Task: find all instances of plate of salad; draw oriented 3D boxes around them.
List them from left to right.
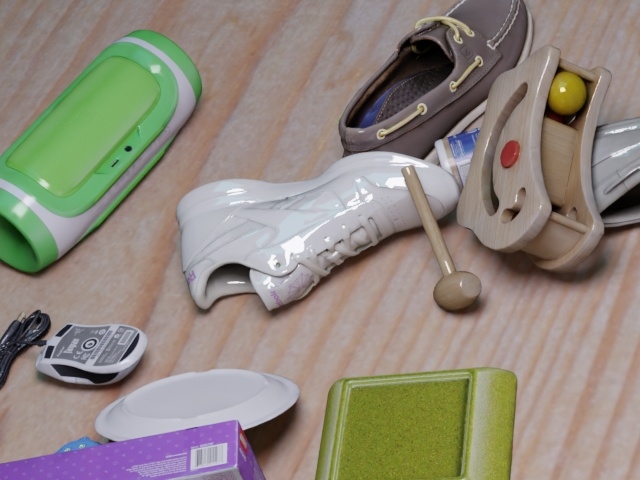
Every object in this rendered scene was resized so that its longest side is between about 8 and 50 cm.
[{"bbox_3d":[-0.117,0.168,1.863,0.200,0.048,0.200,-8,13,2],"label":"plate of salad"}]

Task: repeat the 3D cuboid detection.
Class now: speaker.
[{"bbox_3d":[-0.261,-0.103,2.167,0.131,0.131,0.296,18,55,34],"label":"speaker"}]

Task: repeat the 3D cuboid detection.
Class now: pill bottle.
[{"bbox_3d":[0.185,-0.090,2.024,0.120,0.067,0.067,-17,43,4],"label":"pill bottle"}]

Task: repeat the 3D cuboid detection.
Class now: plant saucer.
[{"bbox_3d":[0.082,0.187,1.800,0.188,0.045,0.188,-6,44,16],"label":"plant saucer"}]

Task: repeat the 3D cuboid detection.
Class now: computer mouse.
[{"bbox_3d":[-0.257,0.121,2.002,0.193,0.042,0.106,4,43,32],"label":"computer mouse"}]

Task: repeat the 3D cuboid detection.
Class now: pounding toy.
[{"bbox_3d":[0.182,-0.063,1.884,0.154,0.155,0.269,-1,71,63],"label":"pounding toy"}]

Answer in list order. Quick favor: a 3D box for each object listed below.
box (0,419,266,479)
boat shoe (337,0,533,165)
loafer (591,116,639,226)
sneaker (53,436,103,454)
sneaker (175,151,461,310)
[{"bbox_3d":[-0.183,0.263,1.710,0.293,0.201,0.057,-11,44,10],"label":"box"},{"bbox_3d":[0.128,-0.184,2.120,0.117,0.096,0.324,19,56,35],"label":"boat shoe"},{"bbox_3d":[0.407,-0.081,1.909,0.320,0.112,0.111,-15,47,17],"label":"loafer"},{"bbox_3d":[-0.260,0.256,1.844,0.240,0.091,0.126,-8,32,3],"label":"sneaker"},{"bbox_3d":[0.000,0.000,1.996,0.305,0.114,0.152,-12,57,15],"label":"sneaker"}]
